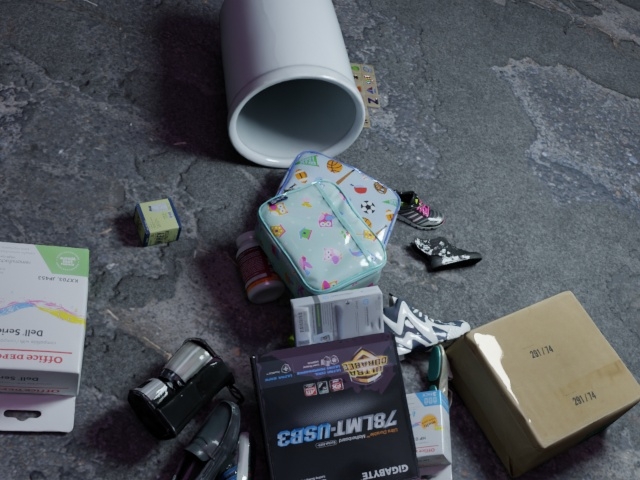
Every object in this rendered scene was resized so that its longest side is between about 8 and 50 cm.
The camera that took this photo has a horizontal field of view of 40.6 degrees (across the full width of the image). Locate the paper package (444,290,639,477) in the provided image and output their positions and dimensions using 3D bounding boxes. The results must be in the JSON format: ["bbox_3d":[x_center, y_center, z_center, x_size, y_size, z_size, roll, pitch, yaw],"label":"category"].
[{"bbox_3d":[0.487,0.311,1.919,0.325,0.168,0.309,-18,65,-29],"label":"paper package"}]

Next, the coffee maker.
[{"bbox_3d":[-0.260,0.306,1.697,0.171,0.120,0.178,39,54,8],"label":"coffee maker"}]

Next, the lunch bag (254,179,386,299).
[{"bbox_3d":[0.000,0.000,1.877,0.224,0.108,0.279,-24,63,-21],"label":"lunch bag"}]

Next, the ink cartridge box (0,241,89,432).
[{"bbox_3d":[-0.564,0.184,1.678,0.207,0.119,0.353,5,55,-16],"label":"ink cartridge box"}]

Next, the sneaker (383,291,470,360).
[{"bbox_3d":[0.216,0.178,1.963,0.235,0.094,0.153,-16,71,-16],"label":"sneaker"}]

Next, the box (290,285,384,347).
[{"bbox_3d":[0.036,0.176,1.778,0.186,0.145,0.038,-9,26,-8],"label":"box"}]

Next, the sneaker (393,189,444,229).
[{"bbox_3d":[0.236,-0.081,2.162,0.170,0.075,0.063,18,53,-6],"label":"sneaker"}]

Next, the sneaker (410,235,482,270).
[{"bbox_3d":[0.311,0.024,2.130,0.170,0.051,0.089,-9,65,-20],"label":"sneaker"}]

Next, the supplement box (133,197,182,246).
[{"bbox_3d":[-0.366,-0.041,1.941,0.083,0.056,0.083,-12,61,-26],"label":"supplement box"}]

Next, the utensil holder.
[{"bbox_3d":[-0.084,-0.425,2.144,0.328,0.327,0.385,2,53,-18],"label":"utensil holder"}]

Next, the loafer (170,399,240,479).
[{"bbox_3d":[-0.220,0.402,1.628,0.076,0.078,0.223,12,67,34],"label":"loafer"}]

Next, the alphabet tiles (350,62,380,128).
[{"bbox_3d":[0.066,-0.404,2.371,0.198,0.009,0.237,4,56,-16],"label":"alphabet tiles"}]

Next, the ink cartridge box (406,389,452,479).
[{"bbox_3d":[0.212,0.409,1.793,0.104,0.061,0.181,-13,52,19],"label":"ink cartridge box"}]

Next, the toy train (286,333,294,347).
[{"bbox_3d":[-0.023,0.181,1.886,0.248,0.105,0.143,38,67,9],"label":"toy train"}]

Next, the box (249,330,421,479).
[{"bbox_3d":[0.027,0.347,1.709,0.296,0.073,0.293,-8,78,-10],"label":"box"}]

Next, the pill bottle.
[{"bbox_3d":[-0.139,0.057,1.932,0.086,0.086,0.152,-8,60,-23],"label":"pill bottle"}]

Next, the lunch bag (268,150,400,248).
[{"bbox_3d":[0.025,-0.065,2.058,0.303,0.115,0.243,24,58,0],"label":"lunch bag"}]

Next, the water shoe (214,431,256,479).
[{"bbox_3d":[-0.173,0.468,1.660,0.080,0.073,0.203,-3,55,14],"label":"water shoe"}]

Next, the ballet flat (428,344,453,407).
[{"bbox_3d":[0.265,0.315,1.901,0.052,0.057,0.168,14,74,-23],"label":"ballet flat"}]
